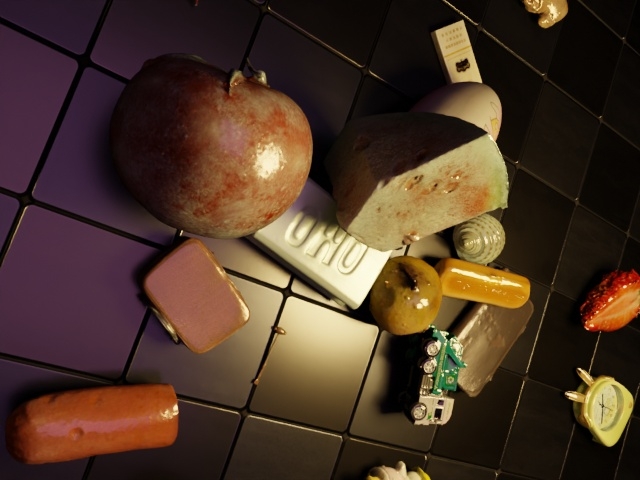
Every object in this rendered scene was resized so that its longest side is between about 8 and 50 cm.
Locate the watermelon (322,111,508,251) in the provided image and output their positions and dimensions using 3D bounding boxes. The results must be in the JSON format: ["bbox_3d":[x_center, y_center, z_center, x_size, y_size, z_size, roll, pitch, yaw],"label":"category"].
[{"bbox_3d":[0.133,-0.089,0.997,0.258,0.387,0.228,-46,123,-31],"label":"watermelon"}]

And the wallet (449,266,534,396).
[{"bbox_3d":[0.409,0.225,1.351,0.309,0.042,0.165,-48,111,-19],"label":"wallet"}]

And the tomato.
[{"bbox_3d":[-0.167,-0.153,0.873,0.316,0.316,0.283,14,105,-28],"label":"tomato"}]

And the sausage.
[{"bbox_3d":[-0.372,0.299,0.904,0.259,0.113,0.114,3,91,-29],"label":"sausage"}]

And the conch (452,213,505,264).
[{"bbox_3d":[0.383,0.001,1.295,0.153,0.102,0.135,-6,111,-28],"label":"conch"}]

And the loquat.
[{"bbox_3d":[0.184,0.123,1.171,0.205,0.149,0.172,68,36,-49],"label":"loquat"}]

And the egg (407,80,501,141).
[{"bbox_3d":[0.278,-0.228,1.170,0.271,0.196,0.196,-30,106,-20],"label":"egg"}]

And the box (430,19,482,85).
[{"bbox_3d":[0.321,-0.418,1.277,0.090,0.024,0.167,-28,106,-23],"label":"box"}]

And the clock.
[{"bbox_3d":[0.782,0.458,1.547,0.232,0.069,0.170,42,74,-22],"label":"clock"}]

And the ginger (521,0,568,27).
[{"bbox_3d":[0.534,-0.636,1.351,0.213,0.074,0.137,46,63,-26],"label":"ginger"}]

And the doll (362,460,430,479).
[{"bbox_3d":[0.173,0.550,1.223,0.207,0.081,0.129,13,105,-30],"label":"doll"}]

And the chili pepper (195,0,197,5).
[{"bbox_3d":[-0.238,-0.509,0.974,0.045,0.027,0.178,-17,100,-22],"label":"chili pepper"}]

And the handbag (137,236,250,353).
[{"bbox_3d":[-0.233,0.101,0.987,0.151,0.072,0.193,-36,110,-21],"label":"handbag"}]

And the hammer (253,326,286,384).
[{"bbox_3d":[-0.104,0.231,1.096,0.029,0.014,0.123,28,83,-18],"label":"hammer"}]

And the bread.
[{"bbox_3d":[0.373,0.100,1.284,0.239,0.074,0.093,13,110,-16],"label":"bread"}]

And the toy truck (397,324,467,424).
[{"bbox_3d":[0.254,0.300,1.220,0.116,0.110,0.216,10,90,-10],"label":"toy truck"}]

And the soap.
[{"bbox_3d":[0.000,0.000,1.086,0.265,0.087,0.160,38,76,-21],"label":"soap"}]

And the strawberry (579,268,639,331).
[{"bbox_3d":[0.803,0.182,1.532,0.228,0.098,0.174,-38,126,-9],"label":"strawberry"}]
